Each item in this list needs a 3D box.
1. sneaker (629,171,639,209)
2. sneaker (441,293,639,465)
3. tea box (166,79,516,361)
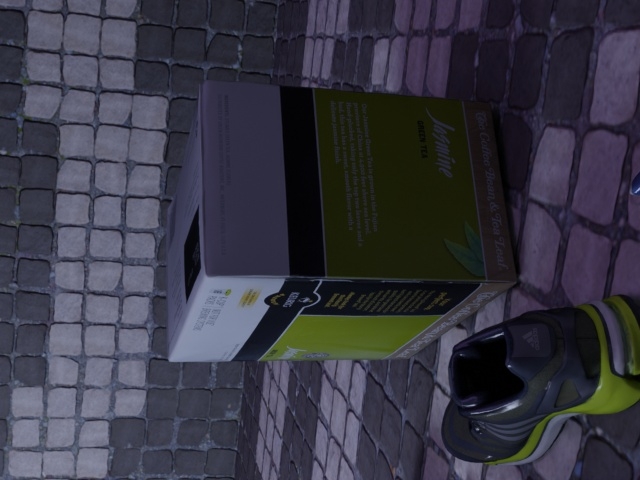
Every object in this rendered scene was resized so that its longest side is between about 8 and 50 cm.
[{"bbox_3d":[0.265,-0.051,0.425,0.315,0.128,0.182,-113,27,-63],"label":"sneaker"},{"bbox_3d":[0.160,0.126,0.795,0.300,0.121,0.111,117,153,-57],"label":"sneaker"},{"bbox_3d":[0.000,0.000,1.037,0.329,0.324,0.219,127,143,-63],"label":"tea box"}]
